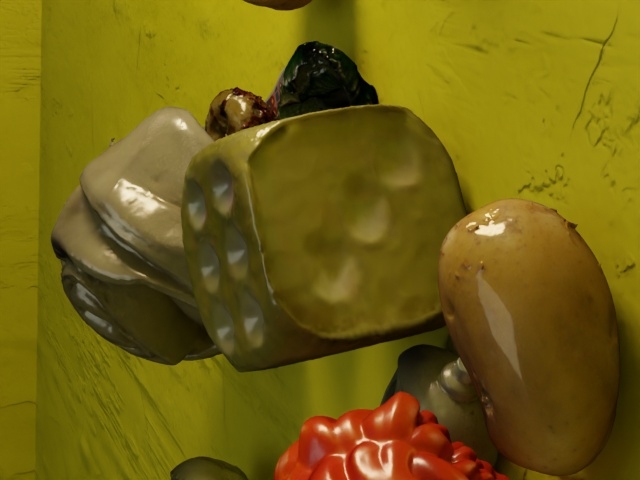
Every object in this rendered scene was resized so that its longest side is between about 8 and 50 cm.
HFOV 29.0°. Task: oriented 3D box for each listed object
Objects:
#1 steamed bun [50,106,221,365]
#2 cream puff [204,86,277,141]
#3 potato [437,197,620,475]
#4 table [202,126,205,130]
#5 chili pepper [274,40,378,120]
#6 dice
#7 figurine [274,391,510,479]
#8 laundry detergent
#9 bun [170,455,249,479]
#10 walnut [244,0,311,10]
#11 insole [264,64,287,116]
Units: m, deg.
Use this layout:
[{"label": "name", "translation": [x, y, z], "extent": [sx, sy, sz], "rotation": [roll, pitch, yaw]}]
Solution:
[{"label": "steamed bun", "translation": [-0.231, 0.024, 1.717], "extent": [0.342, 0.255, 0.368], "rotation": [55, 157, -5]}, {"label": "cream puff", "translation": [-0.100, -0.142, 1.711], "extent": [0.149, 0.084, 0.149], "rotation": [29, 125, 52]}, {"label": "potato", "translation": [0.178, 0.079, 1.030], "extent": [0.150, 0.146, 0.233], "rotation": [2, -112, -70]}, {"label": "table", "translation": [-0.144, -0.100, 1.855], "extent": [0.175, 0.063, 0.146], "rotation": [126, 136, -60]}, {"label": "chili pepper", "translation": [0.001, -0.119, 1.477], "extent": [0.148, 0.116, 0.264], "rotation": [-106, 25, -55]}, {"label": "dice", "translation": [0.000, 0.000, 1.281], "extent": [0.227, 0.233, 0.238], "rotation": [-23, 78, 62]}, {"label": "figurine", "translation": [0.061, 0.321, 1.114], "extent": [0.411, 0.306, 0.241], "rotation": [112, 175, -45]}, {"label": "laundry detergent", "translation": [0.109, 0.204, 1.261], "extent": [0.181, 0.091, 0.253], "rotation": [-108, 27, -42]}, {"label": "bun", "translation": [-0.118, 0.437, 1.752], "extent": [0.287, 0.146, 0.287], "rotation": [166, 90, -77]}, {"label": "walnut", "translation": [-0.064, -0.360, 1.506], "extent": [0.207, 0.159, 0.159], "rotation": [35, 127, 35]}, {"label": "insole", "translation": [-0.057, -0.194, 1.711], "extent": [0.197, 0.004, 0.065], "rotation": [140, 124, -61]}]
